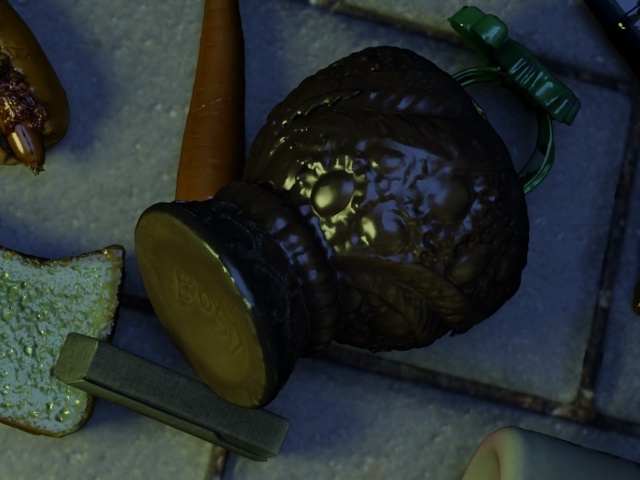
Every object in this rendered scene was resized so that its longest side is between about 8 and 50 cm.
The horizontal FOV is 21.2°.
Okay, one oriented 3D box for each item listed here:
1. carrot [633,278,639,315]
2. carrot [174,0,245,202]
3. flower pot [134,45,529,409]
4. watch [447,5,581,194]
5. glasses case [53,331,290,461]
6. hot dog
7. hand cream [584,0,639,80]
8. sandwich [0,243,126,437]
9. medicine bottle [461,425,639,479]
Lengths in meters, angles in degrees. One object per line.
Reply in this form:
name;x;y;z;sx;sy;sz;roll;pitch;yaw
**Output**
carrot;0.333;-0.005;1.665;0.035;0.035;0.165;21;79;-5
carrot;-0.097;-0.119;1.606;0.069;0.069;0.336;5;72;-9
flower pot;0.000;0.000;1.469;0.267;0.266;0.267;-28;85;-26
watch;0.151;-0.119;1.625;0.165;0.131;0.152;40;94;-5
glasses case;-0.130;0.140;1.502;0.205;0.071;0.047;27;79;-29
hot dog;-0.310;-0.172;1.567;0.102;0.076;0.249;-29;84;-17
hand cream;0.368;-0.161;1.693;0.120;0.061;0.270;-39;93;-26
sandwich;-0.292;0.074;1.528;0.214;0.065;0.186;14;77;-6
medicine bottle;0.308;0.314;1.504;0.388;0.219;0.219;16;77;-6
